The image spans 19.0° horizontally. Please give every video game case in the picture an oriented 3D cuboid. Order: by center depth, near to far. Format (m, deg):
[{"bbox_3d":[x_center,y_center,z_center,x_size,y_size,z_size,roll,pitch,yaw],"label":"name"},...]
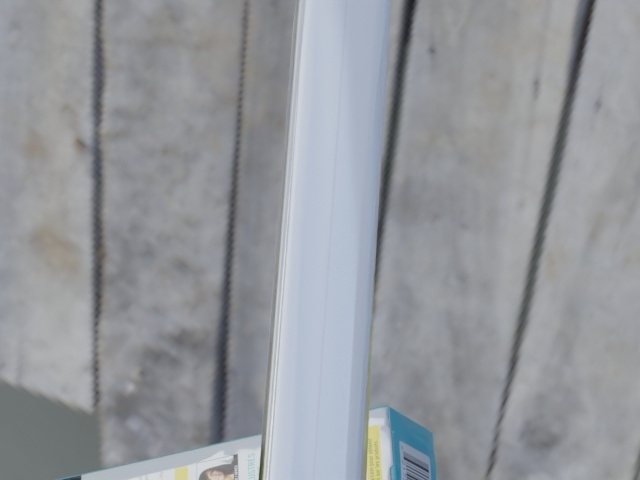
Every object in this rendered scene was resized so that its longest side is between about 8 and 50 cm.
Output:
[{"bbox_3d":[0.000,0.000,0.550,0.026,0.227,0.206,5,167,-1],"label":"video game case"}]

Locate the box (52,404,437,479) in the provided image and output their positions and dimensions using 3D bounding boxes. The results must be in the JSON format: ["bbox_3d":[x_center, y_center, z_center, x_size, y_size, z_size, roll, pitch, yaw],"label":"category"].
[{"bbox_3d":[-0.051,0.175,1.132,0.244,0.100,0.060,-15,152,26],"label":"box"}]
